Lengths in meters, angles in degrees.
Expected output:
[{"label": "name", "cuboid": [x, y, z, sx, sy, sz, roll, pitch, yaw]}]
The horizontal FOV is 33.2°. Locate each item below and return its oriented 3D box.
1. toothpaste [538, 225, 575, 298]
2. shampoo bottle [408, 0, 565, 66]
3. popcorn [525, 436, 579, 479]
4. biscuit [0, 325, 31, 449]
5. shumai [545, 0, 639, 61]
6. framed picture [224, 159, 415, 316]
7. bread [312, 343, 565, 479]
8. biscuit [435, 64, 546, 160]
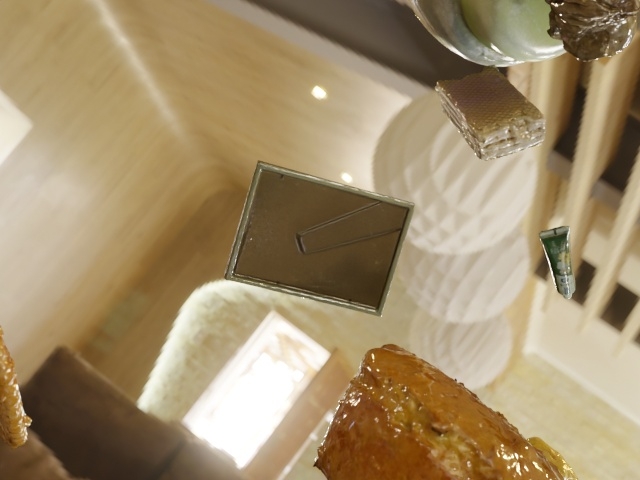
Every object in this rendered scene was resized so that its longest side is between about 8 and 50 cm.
[{"label": "toothpaste", "cuboid": [0.386, 0.039, 1.716, 0.204, 0.049, 0.031, 62, 18, -52]}, {"label": "shampoo bottle", "cuboid": [0.299, -0.455, 1.771, 0.322, 0.322, 0.317, 46, -1, -36]}, {"label": "popcorn", "cuboid": [0.248, 0.484, 1.670, 0.354, 0.390, 0.344, 5, 33, -38]}, {"label": "biscuit", "cuboid": [-0.385, 0.115, 1.213, 0.254, 0.035, 0.254, 46, -32, 40]}, {"label": "shumai", "cuboid": [0.380, -0.376, 1.574, 0.185, 0.183, 0.218, -57, -133, 55]}, {"label": "framed picture", "cuboid": [0.000, 0.000, 2.048, 0.324, 0.241, 0.020, 13, 10, -13]}, {"label": "bread", "cuboid": [0.131, 0.244, 1.096, 0.312, 0.172, 0.312, 41, 0, 0]}, {"label": "biscuit", "cuboid": [0.258, -0.197, 1.633, 0.239, 0.108, 0.062, -110, -177, -60]}]
